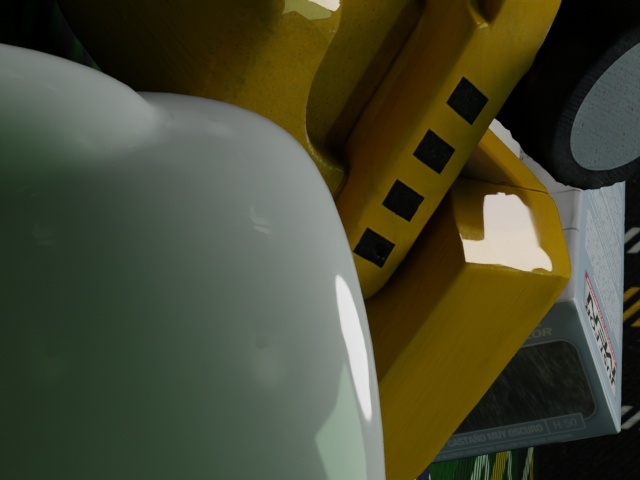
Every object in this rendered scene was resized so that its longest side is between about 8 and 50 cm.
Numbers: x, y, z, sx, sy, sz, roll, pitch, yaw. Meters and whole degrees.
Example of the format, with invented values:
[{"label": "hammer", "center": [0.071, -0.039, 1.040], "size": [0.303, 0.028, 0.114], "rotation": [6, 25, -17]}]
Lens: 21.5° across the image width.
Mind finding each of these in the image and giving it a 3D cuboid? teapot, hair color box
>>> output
[{"label": "teapot", "center": [-0.100, 0.076, 0.528], "size": [0.252, 0.187, 0.256], "rotation": [123, -40, -62]}, {"label": "hair color box", "center": [0.113, -0.006, 1.196], "size": [0.374, 0.185, 0.113], "rotation": [-73, 146, -56]}]

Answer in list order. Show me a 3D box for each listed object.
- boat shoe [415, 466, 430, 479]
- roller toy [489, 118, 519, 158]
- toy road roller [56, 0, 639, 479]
[{"label": "boat shoe", "center": [0.017, 0.221, 1.175], "size": [0.340, 0.127, 0.158], "rotation": [-84, 180, -60]}, {"label": "roller toy", "center": [0.016, -0.042, 0.983], "size": [0.146, 0.191, 0.209], "rotation": [-47, 141, -72]}, {"label": "toy road roller", "center": [-0.018, -0.052, 0.723], "size": [0.241, 0.202, 0.329], "rotation": [4, 127, -45]}]
